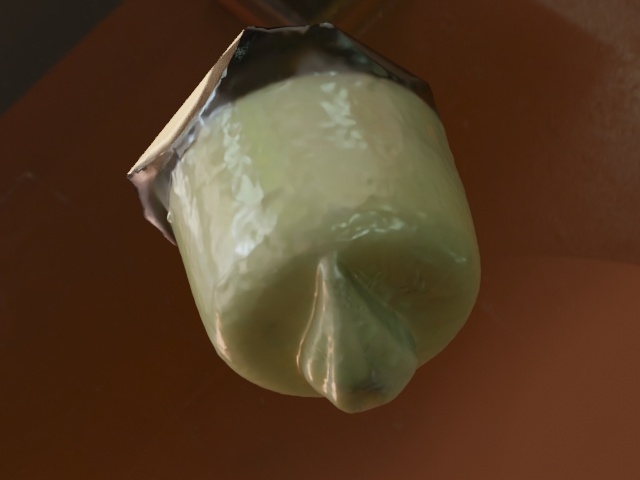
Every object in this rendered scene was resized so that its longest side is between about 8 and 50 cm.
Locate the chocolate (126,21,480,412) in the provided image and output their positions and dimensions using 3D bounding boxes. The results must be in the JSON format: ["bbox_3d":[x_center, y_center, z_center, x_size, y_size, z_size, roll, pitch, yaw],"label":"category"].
[{"bbox_3d":[0.000,0.000,1.214,0.314,0.326,0.297,-46,30,26],"label":"chocolate"}]
